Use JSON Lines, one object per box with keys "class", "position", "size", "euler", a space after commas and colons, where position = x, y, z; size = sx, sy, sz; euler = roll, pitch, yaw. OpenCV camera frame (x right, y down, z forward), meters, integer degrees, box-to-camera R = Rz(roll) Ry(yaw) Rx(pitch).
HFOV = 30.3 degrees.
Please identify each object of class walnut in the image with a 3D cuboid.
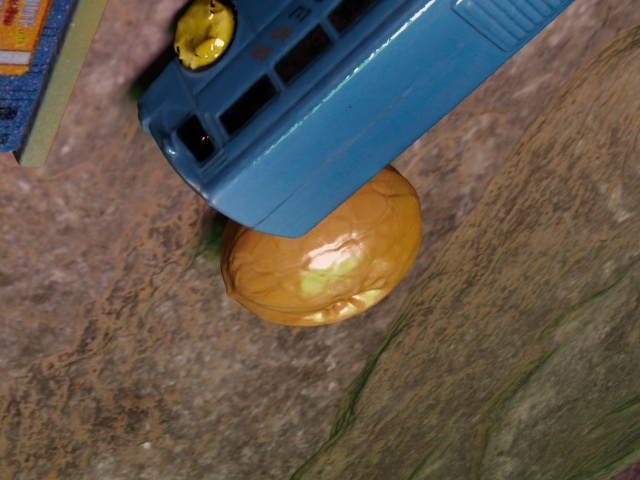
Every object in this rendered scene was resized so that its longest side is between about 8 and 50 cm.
{"class": "walnut", "position": [0.000, 0.000, 1.133], "size": [0.207, 0.159, 0.159], "euler": [-28, 147, -9]}

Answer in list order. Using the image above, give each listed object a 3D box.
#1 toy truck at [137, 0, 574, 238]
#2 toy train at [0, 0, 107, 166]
{"class": "toy truck", "position": [0.033, -0.168, 0.919], "size": [0.385, 0.162, 0.161], "euler": [-40, 146, 19]}
{"class": "toy train", "position": [-0.233, -0.172, 0.752], "size": [0.202, 0.131, 0.299], "euler": [-2, 139, -36]}
